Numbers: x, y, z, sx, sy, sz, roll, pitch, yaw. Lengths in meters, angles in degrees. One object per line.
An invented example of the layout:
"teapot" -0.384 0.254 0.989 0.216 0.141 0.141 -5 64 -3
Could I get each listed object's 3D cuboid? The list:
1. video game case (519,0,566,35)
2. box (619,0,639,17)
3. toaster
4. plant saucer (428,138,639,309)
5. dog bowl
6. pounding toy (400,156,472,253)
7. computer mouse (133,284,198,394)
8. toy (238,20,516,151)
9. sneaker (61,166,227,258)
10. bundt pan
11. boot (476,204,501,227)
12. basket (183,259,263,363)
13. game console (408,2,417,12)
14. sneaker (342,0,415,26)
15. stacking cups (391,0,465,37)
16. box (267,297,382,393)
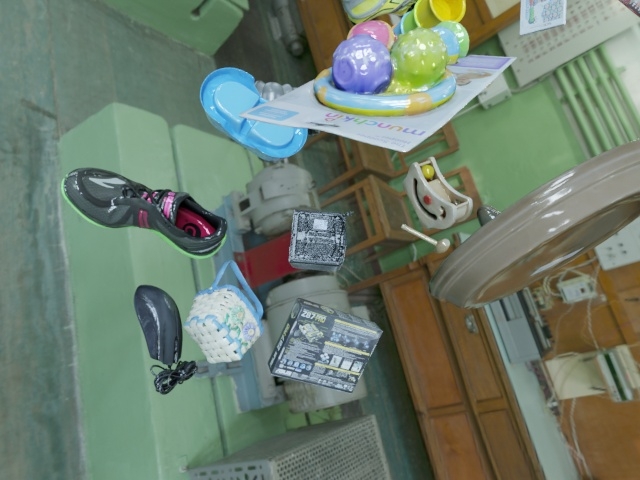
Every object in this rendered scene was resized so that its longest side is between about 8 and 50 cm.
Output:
"video game case" 0.742 -0.782 1.491 0.019 0.143 0.157 -4 96 -44
"box" 0.728 -0.498 0.987 0.093 0.027 0.137 -16 64 -41
"toaster" 0.000 0.000 1.347 0.110 0.185 0.168 90 4 -75
"plant saucer" 0.249 0.000 0.489 0.277 0.278 0.041 7 48 -53
"dog bowl" -0.178 -0.323 1.188 0.297 0.074 0.166 33 70 -8
"pounding toy" 0.319 -0.099 1.284 0.154 0.154 0.270 -22 82 -26
"computer mouse" -0.381 0.229 1.121 0.188 0.072 0.272 19 49 -81
"toy" 0.060 -0.147 0.361 0.237 0.136 0.056 -39 137 -44
"sneaker" -0.491 -0.104 1.318 0.482 0.202 0.185 22 54 -30
"bundt pan" -0.156 -0.419 1.422 0.330 0.330 0.124 0 97 -54
"boot" 0.470 0.015 1.180 0.106 0.082 0.219 -35 94 -44
"basket" -0.296 0.244 1.479 0.255 0.200 0.289 62 26 -29
"game console" 0.304 -0.489 1.277 0.213 0.043 0.362 35 52 -51
"sneaker" 0.229 -0.687 1.166 0.147 0.384 0.145 72 -1 -62
"stacking cups" 0.213 -0.504 1.100 0.095 0.316 0.096 1 87 -23
"box" 0.021 0.446 1.861 0.394 0.319 0.097 20 11 -22
